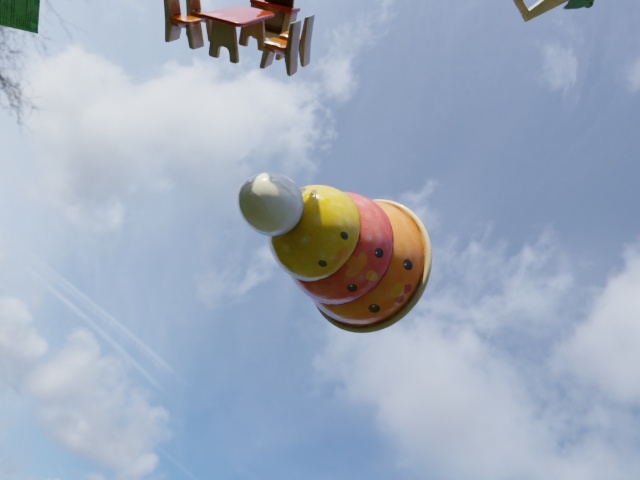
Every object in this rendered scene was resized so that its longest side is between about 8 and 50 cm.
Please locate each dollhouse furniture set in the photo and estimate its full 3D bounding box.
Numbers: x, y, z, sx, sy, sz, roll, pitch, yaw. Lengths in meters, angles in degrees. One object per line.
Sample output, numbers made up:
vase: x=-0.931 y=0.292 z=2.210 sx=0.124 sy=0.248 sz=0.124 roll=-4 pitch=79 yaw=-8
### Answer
dollhouse furniture set: x=-0.135 y=-0.453 z=0.794 sx=0.262 sy=0.259 sz=0.135 roll=19 pitch=-51 yaw=8

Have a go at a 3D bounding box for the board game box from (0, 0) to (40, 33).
board game box: x=-0.528 y=-0.485 z=0.646 sx=0.030 sy=0.136 sz=0.259 roll=45 pitch=-57 yaw=23

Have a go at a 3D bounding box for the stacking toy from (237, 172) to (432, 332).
stacking toy: x=0.000 y=0.000 z=0.868 sx=0.351 sy=0.480 sz=0.349 roll=-15 pitch=-116 yaw=33

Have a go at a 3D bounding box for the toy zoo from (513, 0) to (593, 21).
toy zoo: x=0.394 y=-0.529 z=0.683 sx=0.192 sy=0.030 sz=0.293 roll=-32 pitch=-72 yaw=33
